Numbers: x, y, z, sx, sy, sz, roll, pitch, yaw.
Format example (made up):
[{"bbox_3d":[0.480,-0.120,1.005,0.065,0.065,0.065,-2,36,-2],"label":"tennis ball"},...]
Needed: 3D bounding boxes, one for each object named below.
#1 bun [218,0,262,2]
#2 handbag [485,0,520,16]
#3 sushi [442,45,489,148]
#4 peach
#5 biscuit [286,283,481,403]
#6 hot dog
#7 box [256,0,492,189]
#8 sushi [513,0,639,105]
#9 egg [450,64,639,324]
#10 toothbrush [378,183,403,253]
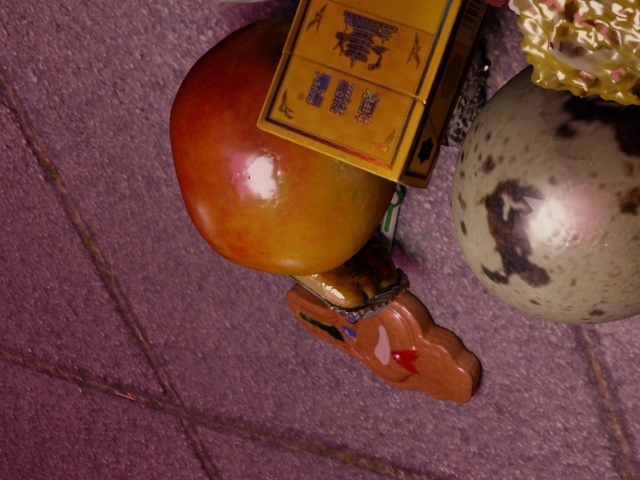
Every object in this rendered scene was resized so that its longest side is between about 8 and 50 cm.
[{"bbox_3d":[-0.073,-0.433,1.755,0.362,0.211,0.361,172,90,-79],"label":"bun"},{"bbox_3d":[0.190,-0.372,1.633,0.260,0.084,0.275,37,128,8],"label":"handbag"},{"bbox_3d":[0.143,-0.179,1.977,0.078,0.090,0.150,30,148,28],"label":"sushi"},{"bbox_3d":[-0.046,-0.106,2.082,0.308,0.308,0.332,31,138,20],"label":"peach"},{"bbox_3d":[0.083,0.130,2.448,0.334,0.047,0.202,31,146,19],"label":"biscuit"},{"bbox_3d":[0.000,0.000,2.266,0.270,0.163,0.082,43,135,17],"label":"hot dog"},{"bbox_3d":[0.072,-0.228,1.826,0.193,0.301,0.084,23,-173,30],"label":"box"},{"bbox_3d":[0.312,-0.314,1.337,0.240,0.396,0.351,18,155,32],"label":"sushi"},{"bbox_3d":[0.285,-0.055,1.781,0.287,0.287,0.379,44,164,0],"label":"egg"},{"bbox_3d":[0.095,-0.059,2.227,0.030,0.030,0.304,33,148,16],"label":"toothbrush"}]
